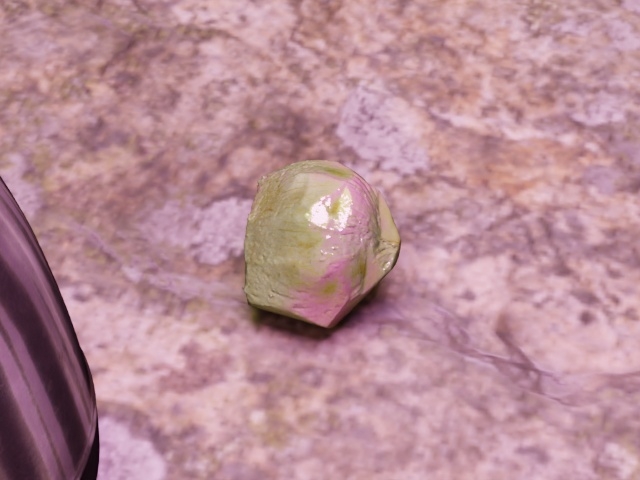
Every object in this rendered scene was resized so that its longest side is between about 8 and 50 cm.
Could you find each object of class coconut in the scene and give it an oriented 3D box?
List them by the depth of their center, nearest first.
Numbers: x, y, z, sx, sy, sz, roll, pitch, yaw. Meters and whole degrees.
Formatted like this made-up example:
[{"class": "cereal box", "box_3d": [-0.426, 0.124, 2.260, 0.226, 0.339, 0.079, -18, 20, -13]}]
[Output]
[{"class": "coconut", "box_3d": [0.000, 0.000, 0.953, 0.081, 0.082, 0.083, 10, 51, 17]}]

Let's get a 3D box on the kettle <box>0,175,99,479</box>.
[{"class": "kettle", "box_3d": [-0.211, 0.008, 0.830, 0.207, 0.271, 0.251, 0, 49, 2]}]
